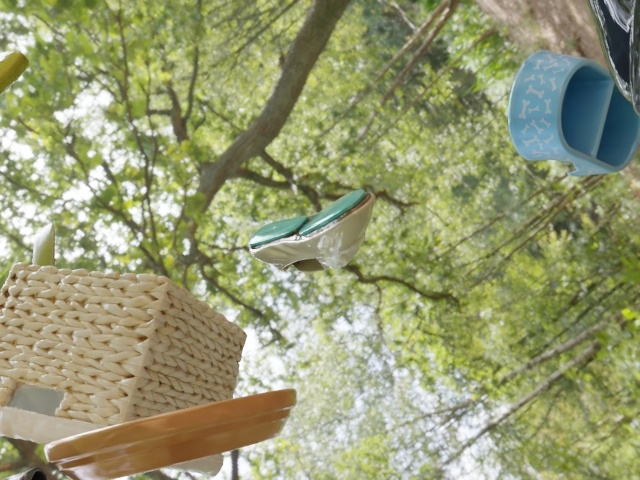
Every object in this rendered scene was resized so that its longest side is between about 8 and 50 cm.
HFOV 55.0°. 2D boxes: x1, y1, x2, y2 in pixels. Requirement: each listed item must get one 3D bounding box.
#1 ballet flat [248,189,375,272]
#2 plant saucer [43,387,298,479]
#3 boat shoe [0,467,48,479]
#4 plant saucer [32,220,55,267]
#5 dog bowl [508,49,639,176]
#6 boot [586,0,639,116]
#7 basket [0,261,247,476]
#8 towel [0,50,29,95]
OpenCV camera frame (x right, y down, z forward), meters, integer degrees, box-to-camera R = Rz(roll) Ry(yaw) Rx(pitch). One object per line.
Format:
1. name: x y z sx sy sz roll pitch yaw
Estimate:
1. ballet flat: 0.000 0.000 0.753 0.086 0.086 0.248 40 154 -21
2. plant saucer: -0.113 0.159 0.497 0.200 0.200 0.037 14 -120 -61
3. boat shoe: -0.362 0.383 0.740 0.335 0.096 0.112 26 134 56
4. plant saucer: -0.536 0.082 1.193 0.037 0.240 0.241 1 -141 -23
5. dog bowl: 0.408 -0.190 0.955 0.297 0.165 0.074 9 -175 -41
6. boot: 0.144 -0.208 0.374 0.207 0.094 0.246 36 154 49
7. basket: -0.340 0.215 1.005 0.331 0.329 0.266 52 -134 -61
8. towel: -0.228 0.001 0.268 0.102 0.237 0.021 13 149 40
